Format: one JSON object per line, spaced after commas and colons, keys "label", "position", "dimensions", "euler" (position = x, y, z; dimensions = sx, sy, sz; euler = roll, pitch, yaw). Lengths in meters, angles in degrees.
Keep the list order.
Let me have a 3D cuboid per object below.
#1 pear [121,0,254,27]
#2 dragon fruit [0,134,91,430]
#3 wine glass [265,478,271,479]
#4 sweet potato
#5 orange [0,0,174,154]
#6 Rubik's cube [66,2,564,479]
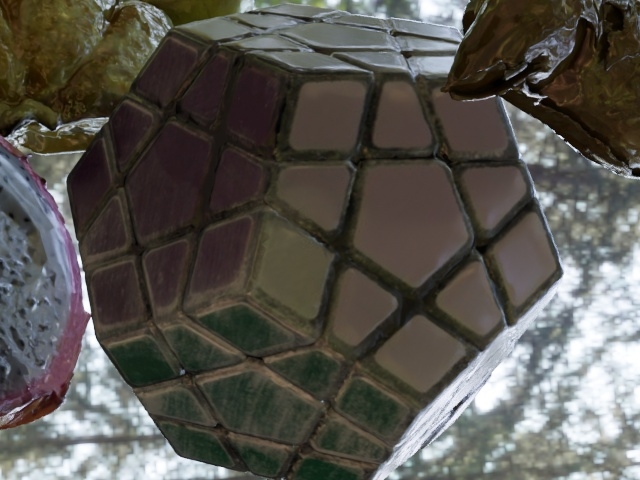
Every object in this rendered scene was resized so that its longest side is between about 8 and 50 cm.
{"label": "pear", "position": [-0.141, -0.237, 1.233], "dimensions": [0.141, 0.141, 0.104], "euler": [47, -33, 47]}
{"label": "dragon fruit", "position": [-0.323, 0.039, 0.859], "dimensions": [0.189, 0.290, 0.290], "euler": [-26, -114, 32]}
{"label": "wine glass", "position": [-0.093, 0.256, 0.931], "dimensions": [0.066, 0.198, 0.066], "euler": [39, -20, 17]}
{"label": "sweet potato", "position": [0.170, -0.090, 0.521], "dimensions": [0.098, 0.310, 0.124], "euler": [27, -49, 53]}
{"label": "orange", "position": [-0.299, -0.163, 1.077], "dimensions": [0.271, 0.369, 0.210], "euler": [156, -77, -72]}
{"label": "Rubik's cube", "position": [0.000, 0.000, 0.727], "dimensions": [0.319, 0.264, 0.319], "euler": [-22, 90, -84]}
